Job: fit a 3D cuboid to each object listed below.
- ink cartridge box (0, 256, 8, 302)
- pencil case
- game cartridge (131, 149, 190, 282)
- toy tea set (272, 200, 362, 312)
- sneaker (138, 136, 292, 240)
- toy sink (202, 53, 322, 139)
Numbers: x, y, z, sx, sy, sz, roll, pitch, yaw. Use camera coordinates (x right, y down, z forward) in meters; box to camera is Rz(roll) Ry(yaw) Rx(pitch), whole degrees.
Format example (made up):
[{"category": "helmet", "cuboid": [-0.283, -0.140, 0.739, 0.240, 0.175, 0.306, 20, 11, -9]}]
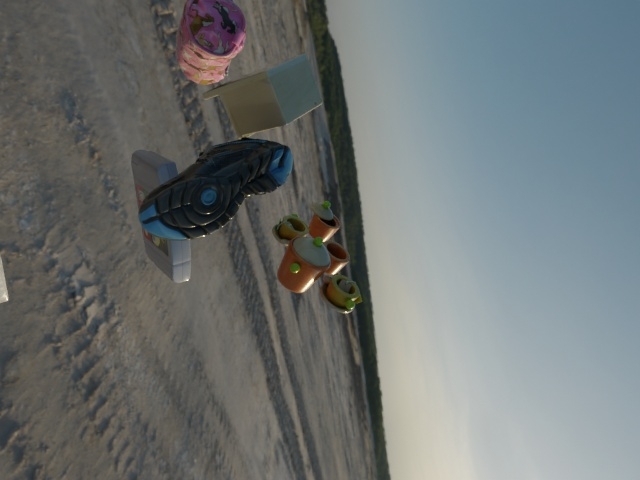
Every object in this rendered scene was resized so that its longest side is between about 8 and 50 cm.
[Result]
[{"category": "ink cartridge box", "cuboid": [-0.709, 0.046, 0.760, 0.201, 0.278, 0.117, 43, -45, 32]}, {"category": "pencil case", "cuboid": [-0.321, -0.560, 1.300, 0.386, 0.167, 0.160, -161, -120, -70]}, {"category": "game cartridge", "cuboid": [-0.375, -0.054, 1.082, 0.196, 0.060, 0.294, 23, -57, 42]}, {"category": "toy tea set", "cuboid": [0.000, 0.000, 1.026, 0.124, 0.200, 0.336, -56, -152, 28]}, {"category": "sneaker", "cuboid": [-0.216, -0.112, 0.914, 0.140, 0.341, 0.125, 29, -45, 34]}, {"category": "toy sink", "cuboid": [-0.140, -0.336, 1.096, 0.153, 0.234, 0.131, -44, 122, -42]}]
